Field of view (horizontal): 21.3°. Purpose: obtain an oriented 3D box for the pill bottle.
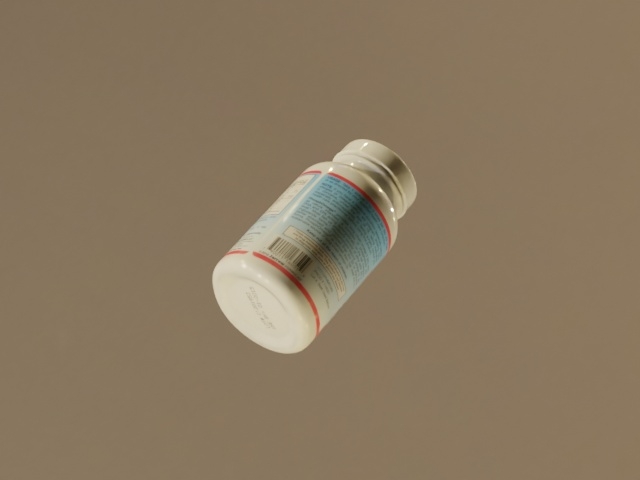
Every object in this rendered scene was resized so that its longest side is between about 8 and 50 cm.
[{"bbox_3d":[0.000,0.000,1.230,0.087,0.087,0.160,46,-123,-6],"label":"pill bottle"}]
